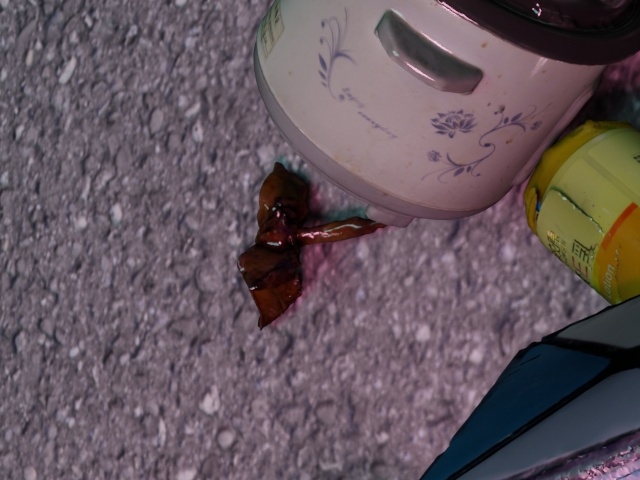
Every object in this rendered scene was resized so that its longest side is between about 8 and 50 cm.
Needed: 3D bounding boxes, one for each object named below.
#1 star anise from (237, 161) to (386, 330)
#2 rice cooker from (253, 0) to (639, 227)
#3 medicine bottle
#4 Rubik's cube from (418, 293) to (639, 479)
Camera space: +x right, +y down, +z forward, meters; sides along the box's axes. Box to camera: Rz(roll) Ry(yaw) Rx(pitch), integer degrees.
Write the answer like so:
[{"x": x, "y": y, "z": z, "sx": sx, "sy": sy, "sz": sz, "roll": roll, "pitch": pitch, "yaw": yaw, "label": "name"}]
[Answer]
[{"x": 0.000, "y": 0.003, "z": 1.622, "sx": 0.140, "sy": 0.144, "sz": 0.158, "roll": 104, "pitch": 172, "yaw": -82, "label": "star anise"}, {"x": 0.104, "y": -0.179, "z": 1.382, "sx": 0.264, "sy": 0.316, "sz": 0.317, "roll": 35, "pitch": 115, "yaw": -1, "label": "rice cooker"}, {"x": 0.254, "y": 0.007, "z": 1.326, "sx": 0.239, "sy": 0.124, "sz": 0.124, "roll": 44, "pitch": 116, "yaw": 37, "label": "medicine bottle"}, {"x": 0.266, "y": 0.189, "z": 1.093, "sx": 0.307, "sy": 0.310, "sz": 0.305, "roll": -24, "pitch": 102, "yaw": 34, "label": "Rubik's cube"}]
